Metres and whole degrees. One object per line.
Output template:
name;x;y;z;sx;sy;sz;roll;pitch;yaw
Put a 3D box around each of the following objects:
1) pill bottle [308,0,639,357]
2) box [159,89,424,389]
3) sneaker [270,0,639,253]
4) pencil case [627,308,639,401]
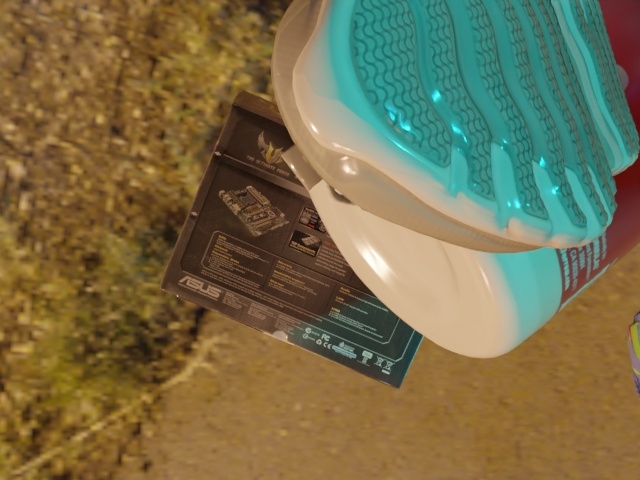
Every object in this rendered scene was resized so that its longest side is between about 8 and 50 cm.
pill bottle;0.201;-0.116;1.199;0.407;0.229;0.229;-38;58;-20
box;0.000;0.000;1.375;0.231;0.056;0.183;22;108;-1
sneaker;0.036;-0.035;0.545;0.115;0.281;0.105;-19;85;19
pencil case;0.183;0.156;0.600;0.133;0.119;0.306;-7;86;34
